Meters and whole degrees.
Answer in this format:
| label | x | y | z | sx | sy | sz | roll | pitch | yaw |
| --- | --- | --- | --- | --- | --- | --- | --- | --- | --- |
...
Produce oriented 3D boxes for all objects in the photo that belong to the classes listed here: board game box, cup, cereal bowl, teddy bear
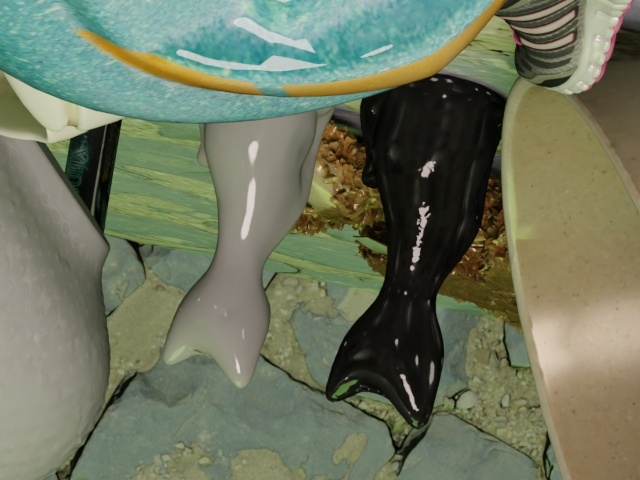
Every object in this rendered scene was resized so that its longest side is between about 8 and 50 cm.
| label | x | y | z | sx | sy | sz | roll | pitch | yaw |
| --- | --- | --- | --- | --- | --- | --- | --- | --- | --- |
| board game box | -0.154 | -0.066 | 1.136 | 0.026 | 0.126 | 0.186 | 9 | 174 | -5 |
| cup | 0.250 | 0.049 | 0.815 | 0.237 | 0.331 | 0.331 | -15 | 175 | -5 |
| cereal bowl | -0.219 | -0.024 | 0.930 | 0.339 | 0.141 | 0.339 | 56 | 176 | 6 |
| teddy bear | 0.098 | -0.022 | 1.272 | 0.338 | 0.113 | 0.245 | 19 | 166 | -1 |

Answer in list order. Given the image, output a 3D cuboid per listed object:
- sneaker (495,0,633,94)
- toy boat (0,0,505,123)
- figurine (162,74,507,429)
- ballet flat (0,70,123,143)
| label | x | y | z | sx | sy | sz | roll | pitch | yaw |
| --- | --- | --- | --- | --- | --- | --- | --- | --- | --- |
| sneaker | 0.083 | -0.106 | 0.647 | 0.075 | 0.063 | 0.170 | 11 | 169 | 3 |
| toy boat | -0.061 | -0.057 | 0.347 | 0.318 | 0.148 | 0.267 | -32 | 158 | 7 |
| figurine | 0.000 | 0.000 | 1.060 | 0.215 | 0.209 | 0.092 | 8 | 173 | 33 |
| ballet flat | -0.119 | -0.103 | 0.689 | 0.116 | 0.124 | 0.342 | -20 | -174 | -23 |
